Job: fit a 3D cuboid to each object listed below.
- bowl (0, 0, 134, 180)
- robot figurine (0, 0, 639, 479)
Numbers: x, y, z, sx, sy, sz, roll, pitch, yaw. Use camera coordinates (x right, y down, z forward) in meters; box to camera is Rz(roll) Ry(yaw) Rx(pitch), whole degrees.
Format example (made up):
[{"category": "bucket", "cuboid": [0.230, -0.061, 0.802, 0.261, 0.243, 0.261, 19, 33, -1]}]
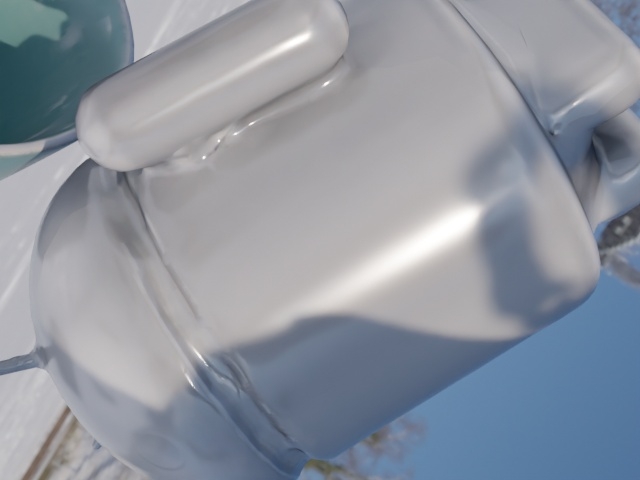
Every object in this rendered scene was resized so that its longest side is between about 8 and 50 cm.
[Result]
[{"category": "bowl", "cuboid": [-0.286, -0.128, 0.650, 0.163, 0.311, 0.311, -43, -165, 34]}, {"category": "robot figurine", "cuboid": [0.000, 0.000, 0.570, 0.354, 0.300, 0.199, -32, -136, 2]}]
